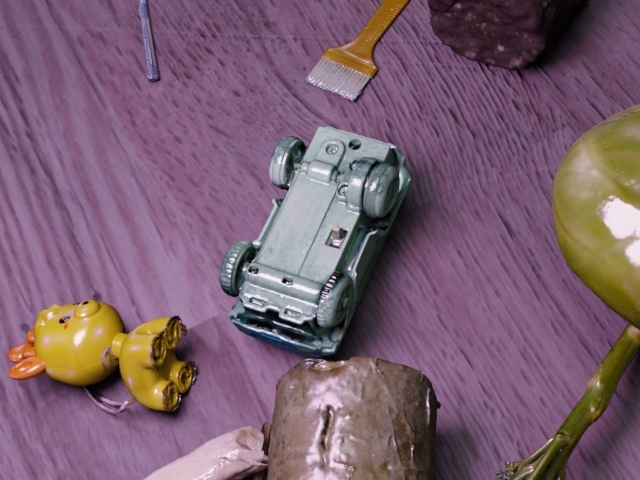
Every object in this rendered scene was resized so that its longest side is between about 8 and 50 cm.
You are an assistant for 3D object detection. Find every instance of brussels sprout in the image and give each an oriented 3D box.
[{"bbox_3d":[0.411,-0.024,1.613,0.328,0.247,0.328,16,53,-22],"label":"brussels sprout"}]

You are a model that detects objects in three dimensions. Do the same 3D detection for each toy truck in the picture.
[{"bbox_3d":[0.000,0.000,1.759,0.155,0.156,0.279,17,68,19],"label":"toy truck"}]

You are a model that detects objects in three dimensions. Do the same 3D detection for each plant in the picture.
[{"bbox_3d":[0.256,-0.369,1.884,0.199,0.188,0.276,17,70,23],"label":"plant"}]

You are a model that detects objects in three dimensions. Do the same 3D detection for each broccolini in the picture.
[{"bbox_3d":[0.274,0.200,1.639,0.074,0.079,0.392,23,56,27],"label":"broccolini"}]

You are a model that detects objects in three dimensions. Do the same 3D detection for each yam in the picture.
[{"bbox_3d":[0.032,0.293,1.580,0.195,0.195,0.300,-1,62,11],"label":"yam"},{"bbox_3d":[-0.071,0.263,1.718,0.014,0.014,0.107,3,64,13],"label":"yam"}]

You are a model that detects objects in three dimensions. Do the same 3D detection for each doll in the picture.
[{"bbox_3d":[-0.269,0.133,1.777,0.220,0.135,0.143,3,31,19],"label":"doll"}]

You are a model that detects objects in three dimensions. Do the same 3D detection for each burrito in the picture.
[{"bbox_3d":[-0.179,0.302,1.687,0.275,0.059,0.082,-32,39,-1],"label":"burrito"}]

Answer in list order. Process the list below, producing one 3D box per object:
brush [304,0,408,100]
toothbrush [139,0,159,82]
[{"bbox_3d":[0.070,-0.280,1.975,0.082,0.010,0.218,27,70,23],"label":"brush"},{"bbox_3d":[-0.248,-0.310,2.051,0.019,0.016,0.220,-16,61,5],"label":"toothbrush"}]
